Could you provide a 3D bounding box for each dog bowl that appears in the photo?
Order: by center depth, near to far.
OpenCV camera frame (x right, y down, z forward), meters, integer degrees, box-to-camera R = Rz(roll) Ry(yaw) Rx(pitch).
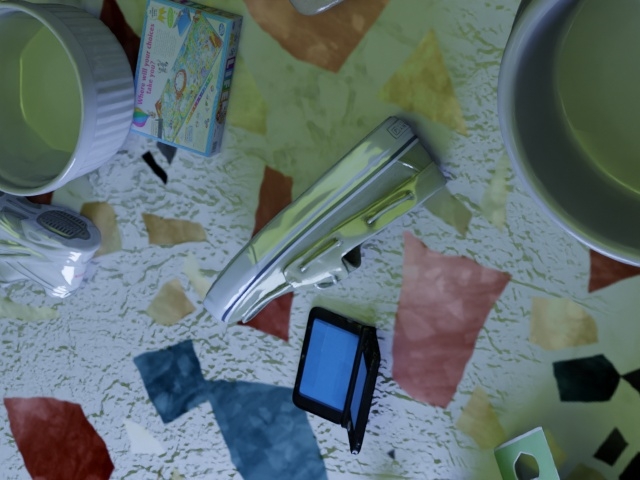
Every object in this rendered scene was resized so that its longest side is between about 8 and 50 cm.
[{"bbox_3d":[0.320,-0.129,1.664,0.348,0.102,0.349,11,118,22],"label":"dog bowl"}]

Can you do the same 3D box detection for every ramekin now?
[{"bbox_3d":[-0.293,-0.157,1.949,0.207,0.109,0.207,10,107,34],"label":"ramekin"}]

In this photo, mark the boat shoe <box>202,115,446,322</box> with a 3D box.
[{"bbox_3d":[0.000,0.000,1.874,0.094,0.109,0.302,49,116,3],"label":"boat shoe"}]

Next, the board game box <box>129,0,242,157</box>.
[{"bbox_3d":[-0.145,-0.176,1.935,0.103,0.026,0.154,19,112,19],"label":"board game box"}]

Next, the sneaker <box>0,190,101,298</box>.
[{"bbox_3d":[-0.364,-0.004,2.056,0.232,0.090,0.115,29,118,16],"label":"sneaker"}]

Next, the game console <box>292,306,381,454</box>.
[{"bbox_3d":[0.016,0.148,1.930,0.071,0.107,0.122,8,111,-7],"label":"game console"}]

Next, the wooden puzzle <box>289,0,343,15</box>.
[{"bbox_3d":[0.032,-0.407,1.704,0.348,0.080,0.322,-25,108,26],"label":"wooden puzzle"}]

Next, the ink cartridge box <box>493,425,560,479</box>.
[{"bbox_3d":[0.252,0.303,1.816,0.056,0.171,0.235,-12,78,-15],"label":"ink cartridge box"}]
